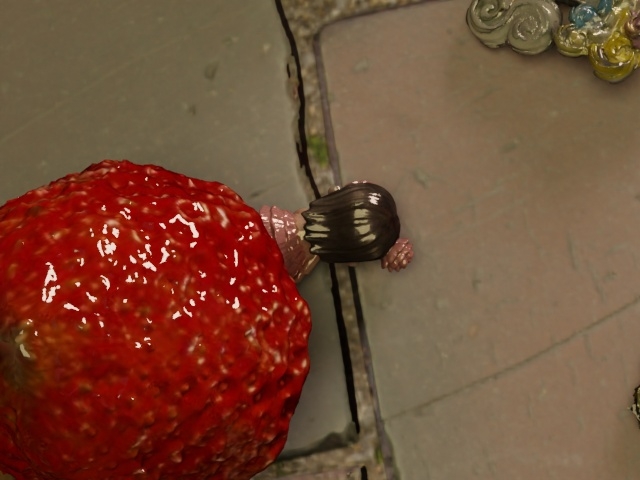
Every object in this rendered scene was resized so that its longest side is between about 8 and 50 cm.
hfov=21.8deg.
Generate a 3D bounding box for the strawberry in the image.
[{"bbox_3d":[-0.141,0.071,1.117,0.257,0.277,0.257,1,94,21],"label":"strawberry"}]

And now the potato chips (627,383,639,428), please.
[{"bbox_3d":[0.283,0.093,1.171,0.142,0.026,0.209,-20,84,5],"label":"potato chips"}]

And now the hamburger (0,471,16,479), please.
[{"bbox_3d":[-0.326,0.219,1.221,0.243,0.146,0.286,39,92,4],"label":"hamburger"}]

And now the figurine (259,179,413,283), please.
[{"bbox_3d":[0.000,0.000,1.217,0.129,0.054,0.072,-14,87,11],"label":"figurine"}]

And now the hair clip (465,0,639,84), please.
[{"bbox_3d":[0.197,-0.175,1.202,0.172,0.049,0.116,23,76,20],"label":"hair clip"}]
